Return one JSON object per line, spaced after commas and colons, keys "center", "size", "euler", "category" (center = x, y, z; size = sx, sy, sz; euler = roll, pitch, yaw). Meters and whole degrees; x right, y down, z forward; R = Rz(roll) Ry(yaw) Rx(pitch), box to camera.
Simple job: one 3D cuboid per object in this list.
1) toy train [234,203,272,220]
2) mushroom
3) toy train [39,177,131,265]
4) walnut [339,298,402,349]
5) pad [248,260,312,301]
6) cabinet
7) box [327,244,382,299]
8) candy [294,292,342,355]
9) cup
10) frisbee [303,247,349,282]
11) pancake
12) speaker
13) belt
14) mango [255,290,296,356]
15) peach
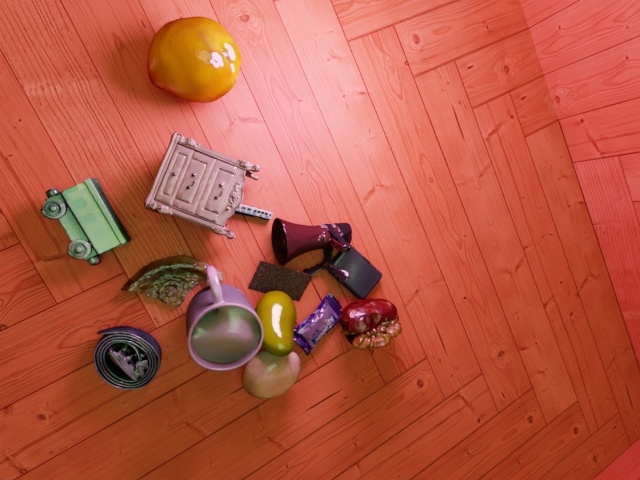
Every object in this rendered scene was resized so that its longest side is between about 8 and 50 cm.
{"center": [-0.301, -0.123, 1.677], "size": [0.208, 0.043, 0.047], "euler": [13, 88, -19], "category": "toy train"}
{"center": [-0.206, 0.517, 1.666], "size": [0.246, 0.202, 0.246], "euler": [-19, 142, -16], "category": "mushroom"}
{"center": [-0.830, -0.066, 1.462], "size": [0.202, 0.120, 0.300], "euler": [-29, 101, -18], "category": "toy train"}
{"center": [0.225, 0.357, 1.766], "size": [0.269, 0.244, 0.221], "euler": [-21, 115, -19], "category": "walnut"}
{"center": [-0.167, 0.172, 1.711], "size": [0.235, 0.003, 0.158], "euler": [18, 120, -18], "category": "pad"}
{"center": [-0.419, -0.185, 1.511], "size": [0.318, 0.227, 0.289], "euler": [21, 85, -7], "category": "cabinet"}
{"center": [0.154, 0.142, 1.838], "size": [0.230, 0.050, 0.160], "euler": [42, 80, -15], "category": "box"}
{"center": [-0.012, 0.363, 1.782], "size": [0.275, 0.070, 0.145], "euler": [-42, 112, -22], "category": "candy"}
{"center": [-0.378, 0.259, 1.522], "size": [0.260, 0.274, 0.356], "euler": [-13, 107, -18], "category": "cup"}
{"center": [0.015, 0.113, 1.775], "size": [0.188, 0.012, 0.210], "euler": [-26, 70, -3], "category": "frisbee"}
{"center": [-0.568, 0.162, 1.594], "size": [0.377, 0.054, 0.197], "euler": [-11, 97, -17], "category": "pancake"}
{"center": [-0.014, -0.020, 1.663], "size": [0.330, 0.259, 0.198], "euler": [-8, 82, -17], "category": "speaker"}
{"center": [-0.720, 0.427, 1.520], "size": [0.206, 0.116, 0.267], "euler": [-47, 108, -7], "category": "belt"}
{"center": [-0.176, 0.327, 1.629], "size": [0.175, 0.293, 0.143], "euler": [6, 132, -17], "category": "mango"}
{"center": [-0.461, -0.654, 1.492], "size": [0.308, 0.289, 0.288], "euler": [-5, 95, 20], "category": "peach"}
